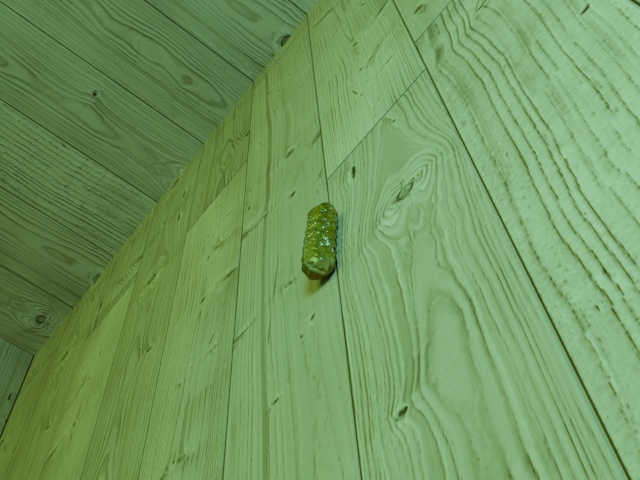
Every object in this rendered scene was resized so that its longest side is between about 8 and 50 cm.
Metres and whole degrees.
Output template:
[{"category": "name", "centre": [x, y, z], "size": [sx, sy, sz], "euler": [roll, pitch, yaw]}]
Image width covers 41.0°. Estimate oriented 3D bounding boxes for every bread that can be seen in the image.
[{"category": "bread", "centre": [0.000, 0.000, 1.240], "size": [0.052, 0.044, 0.157], "euler": [-38, 26, 27]}]
